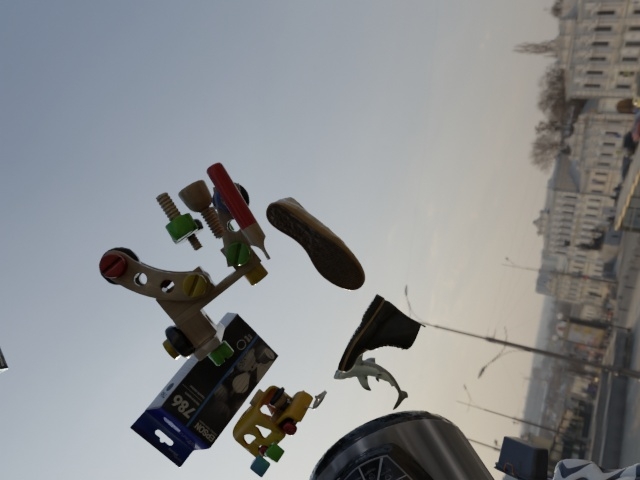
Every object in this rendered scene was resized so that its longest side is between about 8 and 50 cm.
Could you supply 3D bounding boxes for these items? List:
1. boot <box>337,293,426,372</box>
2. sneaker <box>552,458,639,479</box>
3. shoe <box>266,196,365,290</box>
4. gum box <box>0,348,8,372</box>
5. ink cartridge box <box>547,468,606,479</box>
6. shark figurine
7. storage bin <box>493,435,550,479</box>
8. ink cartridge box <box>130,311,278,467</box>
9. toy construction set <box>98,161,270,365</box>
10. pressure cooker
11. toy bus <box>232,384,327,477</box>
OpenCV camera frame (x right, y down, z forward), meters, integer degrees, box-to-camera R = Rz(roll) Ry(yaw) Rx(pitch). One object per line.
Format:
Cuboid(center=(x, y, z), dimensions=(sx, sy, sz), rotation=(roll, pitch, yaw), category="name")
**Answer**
Cuboid(center=(0.138, 0.241, 1.137), dimensions=(0.198, 0.137, 0.077), rotation=(-61, -6, 7), category="boot")
Cuboid(center=(0.446, 0.397, 0.698), dimensions=(0.094, 0.235, 0.153), rotation=(62, -139, -22), category="sneaker")
Cuboid(center=(0.000, 0.000, 0.888), dimensions=(0.076, 0.219, 0.058), rotation=(-50, -5, 32), category="shoe")
Cuboid(center=(-0.495, 0.107, 0.616), dimensions=(0.157, 0.041, 0.184), rotation=(61, 180, 11), category="gum box")
Cuboid(center=(0.736, 0.633, 1.201), dimensions=(0.176, 0.370, 0.069), rotation=(-22, -67, -70), category="ink cartridge box")
Cuboid(center=(0.203, 0.472, 1.781), dimensions=(0.116, 0.278, 0.166), rotation=(-48, -23, -66), category="shark figurine")
Cuboid(center=(0.535, 0.582, 1.319), dimensions=(0.098, 0.135, 0.091), rotation=(15, -99, -28), category="storage bin")
Cuboid(center=(-0.255, 0.343, 1.144), dimensions=(0.165, 0.065, 0.333), rotation=(50, -119, -23), category="ink cartridge box")
Cuboid(center=(-0.154, 0.052, 0.737), dimensions=(0.257, 0.309, 0.237), rotation=(-33, -89, -33), category="toy construction set")
Cuboid(center=(0.197, 0.566, 0.869), dimensions=(0.375, 0.420, 0.370), rotation=(2, -60, -21), category="pressure cooker")
Cuboid(center=(-0.099, 0.356, 1.023), dimensions=(0.202, 0.104, 0.191), rotation=(-51, 0, -14), category="toy bus")
